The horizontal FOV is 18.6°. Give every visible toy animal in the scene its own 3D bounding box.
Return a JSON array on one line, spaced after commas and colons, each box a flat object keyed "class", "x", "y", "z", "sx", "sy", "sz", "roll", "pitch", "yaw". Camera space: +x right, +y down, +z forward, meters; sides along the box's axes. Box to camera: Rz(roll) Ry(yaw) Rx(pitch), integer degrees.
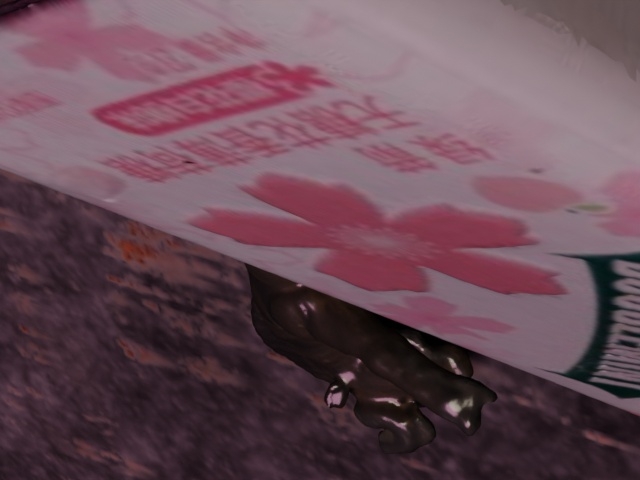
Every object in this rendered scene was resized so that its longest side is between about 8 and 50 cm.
[{"class": "toy animal", "x": 0.000, "y": 0.000, "z": 0.797, "sx": 0.148, "sy": 0.084, "sz": 0.233, "roll": -6, "pitch": 126, "yaw": 46}]

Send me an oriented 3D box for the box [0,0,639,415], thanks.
[{"class": "box", "x": 0.057, "y": -0.039, "z": 0.528, "sx": 0.369, "sy": 0.112, "sz": 0.190, "roll": 24, "pitch": 157, "yaw": -37}]
